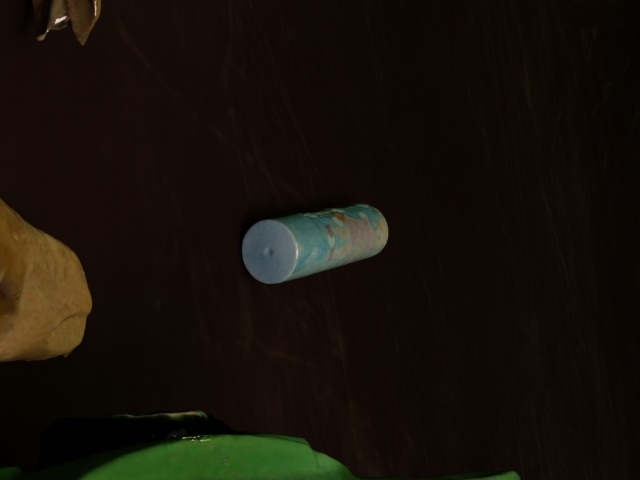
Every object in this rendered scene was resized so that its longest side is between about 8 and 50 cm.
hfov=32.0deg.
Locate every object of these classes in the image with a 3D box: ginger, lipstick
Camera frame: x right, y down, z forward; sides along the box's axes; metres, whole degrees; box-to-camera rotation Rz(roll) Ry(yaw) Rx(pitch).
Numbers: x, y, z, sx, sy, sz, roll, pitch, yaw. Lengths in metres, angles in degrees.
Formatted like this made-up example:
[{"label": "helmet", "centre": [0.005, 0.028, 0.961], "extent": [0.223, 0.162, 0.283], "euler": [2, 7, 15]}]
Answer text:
[{"label": "ginger", "centre": [-0.169, 0.000, 0.511], "extent": [0.095, 0.069, 0.190], "euler": [-45, 134, -25]}, {"label": "lipstick", "centre": [0.000, 0.000, 0.854], "extent": [0.158, 0.048, 0.048], "euler": [-13, 98, -62]}]

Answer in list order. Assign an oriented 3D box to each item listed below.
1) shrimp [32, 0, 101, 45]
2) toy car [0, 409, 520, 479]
[{"label": "shrimp", "centre": [-0.162, -0.259, 0.572], "extent": [0.168, 0.077, 0.317], "euler": [-10, 91, -52]}, {"label": "toy car", "centre": [-0.095, 0.177, 0.438], "extent": [0.359, 0.176, 0.213], "euler": [4, 80, -38]}]
